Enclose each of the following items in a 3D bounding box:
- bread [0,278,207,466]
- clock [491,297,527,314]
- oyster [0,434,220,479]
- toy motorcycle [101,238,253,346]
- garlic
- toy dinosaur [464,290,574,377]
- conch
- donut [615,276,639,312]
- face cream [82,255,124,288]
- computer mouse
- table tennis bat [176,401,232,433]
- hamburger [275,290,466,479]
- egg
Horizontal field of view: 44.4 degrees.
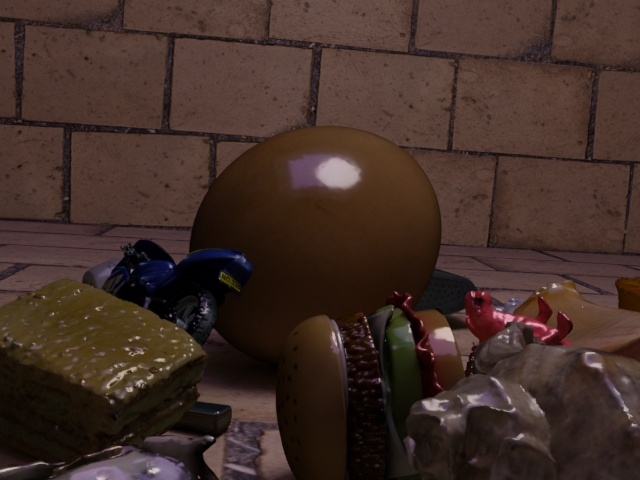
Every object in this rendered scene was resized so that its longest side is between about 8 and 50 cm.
[{"bbox_3d":[-0.208,0.119,0.685,0.196,0.102,0.138,15,27,26],"label":"bread"},{"bbox_3d":[0.332,0.131,1.148,0.176,0.080,0.117,2,5,-5],"label":"clock"},{"bbox_3d":[-0.105,0.177,0.398,0.214,0.083,0.223,-3,13,-25],"label":"oyster"},{"bbox_3d":[-0.187,0.069,0.879,0.113,0.169,0.315,39,-28,-29],"label":"toy motorcycle"},{"bbox_3d":[0.281,0.115,0.815,0.145,0.164,0.245,23,-9,-15],"label":"garlic"},{"bbox_3d":[0.209,0.162,0.692,0.286,0.139,0.070,51,6,28],"label":"toy dinosaur"},{"bbox_3d":[0.137,0.157,0.420,0.291,0.159,0.210,44,-4,-26],"label":"conch"},{"bbox_3d":[0.600,0.126,1.228,0.277,0.109,0.277,3,5,0],"label":"donut"},{"bbox_3d":[-0.326,0.073,1.263,0.095,0.091,0.091,-11,14,-39],"label":"face cream"},{"bbox_3d":[0.101,0.080,1.321,0.370,0.122,0.188,9,6,-26],"label":"computer mouse"},{"bbox_3d":[-0.232,0.159,0.790,0.300,0.023,0.173,4,5,17],"label":"table tennis bat"},{"bbox_3d":[0.033,0.126,0.616,0.136,0.176,0.175,-3,6,-6],"label":"hamburger"},{"bbox_3d":[0.000,0.000,1.029,0.300,0.301,0.374,7,30,30],"label":"egg"}]
